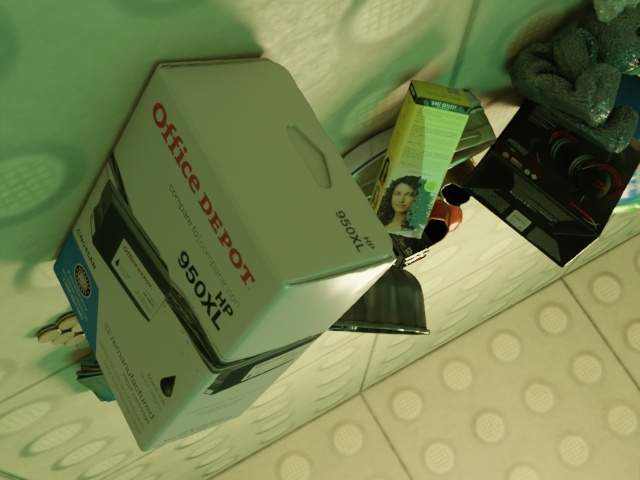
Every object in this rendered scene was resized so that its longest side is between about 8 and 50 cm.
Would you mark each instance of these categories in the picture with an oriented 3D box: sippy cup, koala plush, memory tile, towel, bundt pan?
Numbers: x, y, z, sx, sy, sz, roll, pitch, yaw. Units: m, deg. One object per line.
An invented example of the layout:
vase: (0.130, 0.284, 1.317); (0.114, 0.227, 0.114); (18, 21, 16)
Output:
sippy cup: (0.575, -0.203, 1.691); (0.240, 0.305, 0.224); (-4, 155, 14)
koala plush: (0.425, -0.291, 1.324); (0.221, 0.203, 0.196); (-55, 146, 4)
memory tile: (-0.368, 0.132, 1.361); (0.113, 0.012, 0.148); (-33, 161, 6)
towel: (-0.239, 0.227, 1.583); (0.370, 0.040, 0.271); (-10, 162, -8)
bundt pan: (0.044, 0.104, 1.599); (0.331, 0.124, 0.331); (5, 173, 1)

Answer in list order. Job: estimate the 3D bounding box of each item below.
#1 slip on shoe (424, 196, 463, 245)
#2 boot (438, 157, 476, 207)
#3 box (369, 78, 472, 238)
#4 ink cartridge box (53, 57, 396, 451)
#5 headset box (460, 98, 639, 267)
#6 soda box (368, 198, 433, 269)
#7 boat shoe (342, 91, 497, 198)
slip on shoe: (0.210, -0.032, 1.717); (0.123, 0.101, 0.331); (-40, 162, 19)
boot: (0.236, -0.100, 1.560); (0.112, 0.115, 0.305); (-38, 162, 15)
box: (0.141, -0.116, 1.276); (0.087, 0.058, 0.232); (9, 123, -12)
ink cartridge box: (-0.135, 0.024, 1.008); (0.166, 0.285, 0.395); (-14, 154, -42)
headset box: (0.404, -0.132, 1.459); (0.293, 0.218, 0.110); (-48, 176, -38)
soda box: (0.115, -0.039, 1.431); (0.060, 0.169, 0.053); (-25, 163, -19)
boat shoe: (0.137, -0.126, 1.359); (0.302, 0.094, 0.109); (-31, 162, -1)
